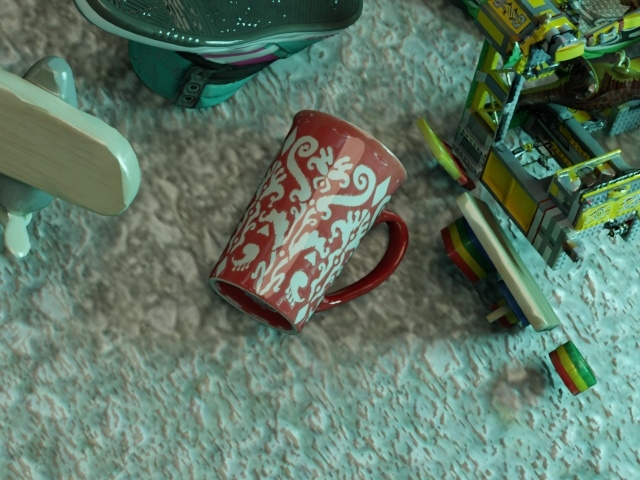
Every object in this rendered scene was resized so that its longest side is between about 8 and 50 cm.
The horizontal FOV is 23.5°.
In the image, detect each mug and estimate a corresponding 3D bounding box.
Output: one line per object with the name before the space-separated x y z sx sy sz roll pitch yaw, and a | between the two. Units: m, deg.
mug | 0.000 -0.003 1.328 0.150 0.113 0.169 33 74 -3

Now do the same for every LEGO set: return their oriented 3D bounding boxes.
LEGO set | 0.283 -0.116 1.339 0.331 0.255 0.192 -14 54 -33

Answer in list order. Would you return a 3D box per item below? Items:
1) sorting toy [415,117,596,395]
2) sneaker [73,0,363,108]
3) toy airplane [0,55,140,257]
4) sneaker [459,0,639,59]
sorting toy | 0.148 0.021 1.356 0.046 0.132 0.274 -32 81 10
sneaker | -0.123 -0.187 1.303 0.295 0.178 0.124 -6 76 -46
toy airplane | -0.372 -0.137 1.182 0.384 0.272 0.386 -22 97 13
sneaker | 0.170 -0.272 1.418 0.343 0.146 0.134 19 72 -11
